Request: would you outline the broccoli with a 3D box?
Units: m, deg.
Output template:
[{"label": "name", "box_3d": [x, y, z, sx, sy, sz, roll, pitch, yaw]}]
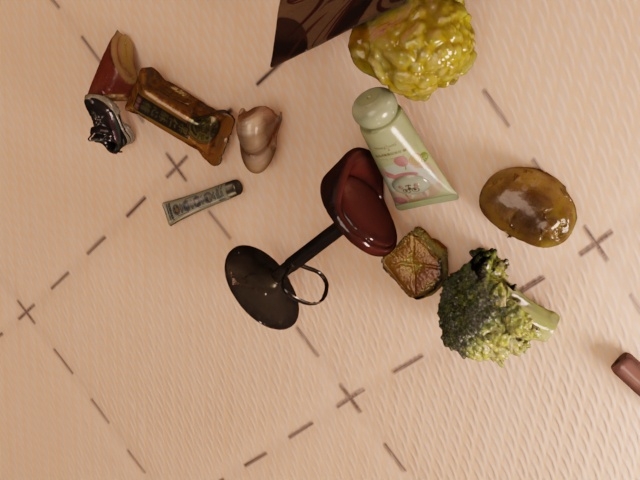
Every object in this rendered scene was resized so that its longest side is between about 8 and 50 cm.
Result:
[{"label": "broccoli", "box_3d": [0.374, 0.138, 1.803, 0.243, 0.247, 0.263, 18, 160, -13]}]

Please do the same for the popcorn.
[{"label": "popcorn", "box_3d": [0.185, -0.382, 1.707, 0.259, 0.259, 0.212, -32, 126, 30]}]

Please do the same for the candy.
[{"label": "candy", "box_3d": [-0.323, -0.293, 2.041, 0.271, 0.101, 0.143, 34, 124, 6]}]

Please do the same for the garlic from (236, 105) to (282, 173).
[{"label": "garlic", "box_3d": [-0.140, -0.228, 1.966, 0.099, 0.124, 0.174, 4, 135, 9]}]

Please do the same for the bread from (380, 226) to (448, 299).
[{"label": "bread", "box_3d": [0.215, 0.050, 1.906, 0.140, 0.069, 0.128, 46, 118, 10]}]

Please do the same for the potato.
[{"label": "potato", "box_3d": [0.413, -0.059, 1.774, 0.200, 0.081, 0.164, 30, 117, 17]}]

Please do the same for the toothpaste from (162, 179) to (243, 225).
[{"label": "toothpaste", "box_3d": [-0.289, -0.094, 2.118, 0.239, 0.039, 0.062, -18, 93, 31]}]

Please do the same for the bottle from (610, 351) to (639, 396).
[{"label": "bottle", "box_3d": [0.656, 0.290, 1.780, 0.140, 0.053, 0.053, 44, 119, 8]}]

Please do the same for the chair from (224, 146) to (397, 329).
[{"label": "chair", "box_3d": [0.000, 0.000, 1.905, 0.401, 0.226, 0.226, -39, 87, 29]}]

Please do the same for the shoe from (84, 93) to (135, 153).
[{"label": "shoe", "box_3d": [-0.520, -0.268, 2.105, 0.071, 0.099, 0.169, 3, 140, 35]}]

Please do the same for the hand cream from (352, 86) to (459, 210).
[{"label": "hand cream", "box_3d": [0.163, -0.179, 1.807, 0.147, 0.093, 0.306, -11, 133, 29]}]

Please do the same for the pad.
[{"label": "pad", "box_3d": [0.036, -0.484, 1.762, 0.330, 0.220, 0.004, -20, 139, 31]}]

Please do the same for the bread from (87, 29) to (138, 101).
[{"label": "bread", "box_3d": [-0.492, -0.391, 2.094, 0.119, 0.067, 0.192, 46, 121, 34]}]
